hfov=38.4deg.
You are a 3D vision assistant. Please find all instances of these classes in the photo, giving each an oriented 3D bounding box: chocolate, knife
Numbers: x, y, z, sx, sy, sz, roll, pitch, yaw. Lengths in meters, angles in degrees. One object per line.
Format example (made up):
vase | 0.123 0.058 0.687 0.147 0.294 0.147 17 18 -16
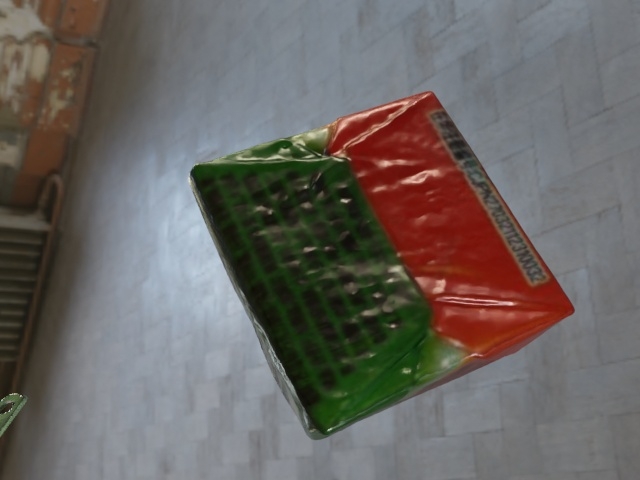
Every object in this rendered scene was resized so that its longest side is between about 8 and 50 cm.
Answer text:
chocolate | 0.062 0.034 1.113 0.360 0.341 0.161 62 161 24
knife | -0.452 0.300 1.095 0.043 0.020 0.293 30 77 37
